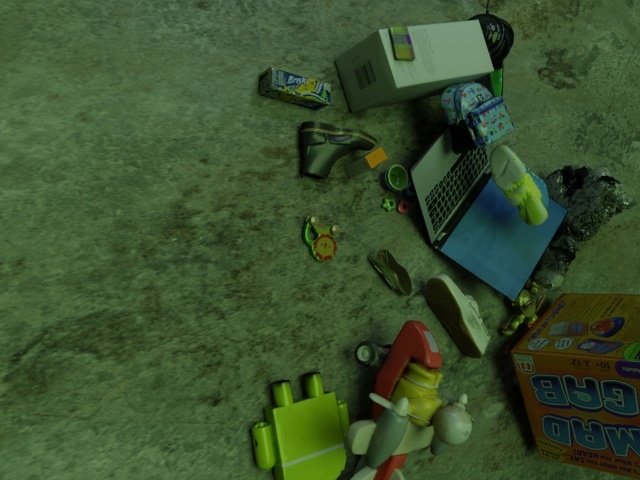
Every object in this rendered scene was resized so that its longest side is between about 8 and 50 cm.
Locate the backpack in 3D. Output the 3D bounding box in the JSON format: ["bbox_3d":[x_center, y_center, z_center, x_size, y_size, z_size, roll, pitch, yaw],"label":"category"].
[{"bbox_3d":[0.395,-0.328,1.618,0.158,0.117,0.173,-25,97,-32],"label":"backpack"}]

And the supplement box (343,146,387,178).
[{"bbox_3d":[0.111,-0.193,1.574,0.062,0.098,0.036,-35,99,-31],"label":"supplement box"}]

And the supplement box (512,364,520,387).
[{"bbox_3d":[0.593,0.387,1.835,0.043,0.055,0.083,13,77,-33],"label":"supplement box"}]

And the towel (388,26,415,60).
[{"bbox_3d":[0.192,-0.463,1.490,0.060,0.009,0.083,-11,85,-33],"label":"towel"}]

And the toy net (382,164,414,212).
[{"bbox_3d":[0.261,-0.136,1.697,0.232,0.045,0.122,-2,83,-34],"label":"toy net"}]

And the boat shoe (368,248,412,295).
[{"bbox_3d":[0.181,0.085,1.618,0.153,0.048,0.056,48,48,-26],"label":"boat shoe"}]

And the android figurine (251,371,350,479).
[{"bbox_3d":[-0.033,0.439,1.410,0.248,0.056,0.273,-9,87,-35],"label":"android figurine"}]

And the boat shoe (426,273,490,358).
[{"bbox_3d":[0.376,0.188,1.700,0.096,0.098,0.277,-45,117,-30],"label":"boat shoe"}]

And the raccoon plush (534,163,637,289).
[{"bbox_3d":[0.822,-0.041,2.019,0.299,0.216,0.446,23,97,-42],"label":"raccoon plush"}]

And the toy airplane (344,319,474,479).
[{"bbox_3d":[0.207,0.428,1.439,0.386,0.272,0.384,-48,130,-43],"label":"toy airplane"}]

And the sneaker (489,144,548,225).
[{"bbox_3d":[0.542,-0.158,1.712,0.126,0.091,0.240,-36,100,-50],"label":"sneaker"}]

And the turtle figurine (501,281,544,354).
[{"bbox_3d":[0.572,0.181,1.832,0.269,0.087,0.217,-45,107,-30],"label":"turtle figurine"}]

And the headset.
[{"bbox_3d":[0.452,-0.577,1.825,0.243,0.185,0.394,-30,117,-62],"label":"headset"}]

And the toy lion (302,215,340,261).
[{"bbox_3d":[0.000,0.000,1.515,0.100,0.034,0.096,22,79,-29],"label":"toy lion"}]

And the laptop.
[{"bbox_3d":[0.469,-0.129,1.709,0.382,0.236,0.408,-50,135,-29],"label":"laptop"}]

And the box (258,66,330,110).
[{"bbox_3d":[-0.060,-0.361,1.508,0.169,0.059,0.054,9,79,-32],"label":"box"}]

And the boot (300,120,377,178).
[{"bbox_3d":[0.039,-0.205,1.552,0.198,0.077,0.137,7,84,-19],"label":"boot"}]

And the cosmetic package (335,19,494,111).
[{"bbox_3d":[0.249,-0.455,1.647,0.365,0.197,0.155,-20,92,-35],"label":"cosmetic package"}]

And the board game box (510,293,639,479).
[{"bbox_3d":[0.804,0.383,1.746,0.356,0.356,0.356,-31,109,-40],"label":"board game box"}]
